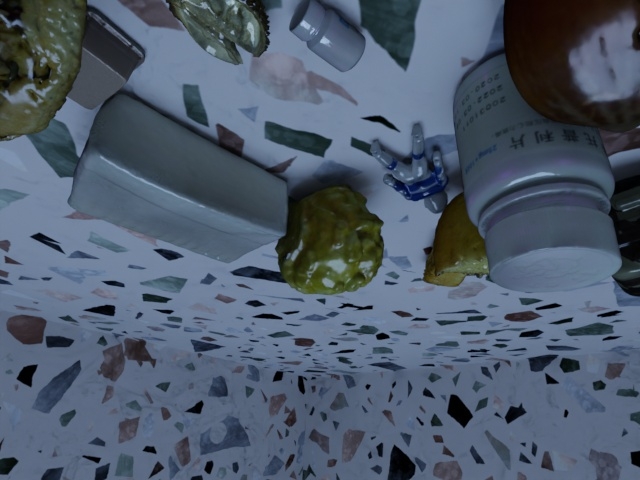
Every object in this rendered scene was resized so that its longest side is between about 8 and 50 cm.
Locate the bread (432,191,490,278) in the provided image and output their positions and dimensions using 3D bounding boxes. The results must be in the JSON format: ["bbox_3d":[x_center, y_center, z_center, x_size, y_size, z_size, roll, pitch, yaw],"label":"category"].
[{"bbox_3d":[0.355,-0.031,0.754,0.340,0.179,0.194,4,163,-35],"label":"bread"}]

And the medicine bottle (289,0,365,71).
[{"bbox_3d":[0.009,-0.254,0.496,0.089,0.052,0.052,22,147,-33],"label":"medicine bottle"}]

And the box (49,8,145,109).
[{"bbox_3d":[-0.313,-0.239,0.546,0.122,0.062,0.089,-16,147,31],"label":"box"}]

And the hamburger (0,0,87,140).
[{"bbox_3d":[-0.331,-0.231,0.352,0.318,0.277,0.195,-24,152,33],"label":"hamburger"}]

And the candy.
[{"bbox_3d":[-0.248,-0.091,0.739,0.359,0.145,0.208,24,147,-35],"label":"candy"}]

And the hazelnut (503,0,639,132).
[{"bbox_3d":[0.296,-0.220,0.394,0.212,0.181,0.181,-5,153,17],"label":"hazelnut"}]

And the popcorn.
[{"bbox_3d":[0.000,0.000,0.807,0.192,0.233,0.266,-5,-155,-46],"label":"popcorn"}]

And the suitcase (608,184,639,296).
[{"bbox_3d":[0.702,-0.024,0.731,0.351,0.194,0.339,-25,149,36],"label":"suitcase"}]

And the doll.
[{"bbox_3d":[0.183,-0.116,0.749,0.114,0.057,0.227,-21,136,27],"label":"doll"}]

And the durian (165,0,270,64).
[{"bbox_3d":[-0.122,-0.270,0.459,0.140,0.071,0.110,11,160,-44],"label":"durian"}]

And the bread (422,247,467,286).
[{"bbox_3d":[0.332,0.052,1.027,0.114,0.083,0.211,7,153,4],"label":"bread"}]

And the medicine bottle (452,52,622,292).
[{"bbox_3d":[0.272,-0.091,0.526,0.170,0.293,0.170,3,154,1],"label":"medicine bottle"}]
